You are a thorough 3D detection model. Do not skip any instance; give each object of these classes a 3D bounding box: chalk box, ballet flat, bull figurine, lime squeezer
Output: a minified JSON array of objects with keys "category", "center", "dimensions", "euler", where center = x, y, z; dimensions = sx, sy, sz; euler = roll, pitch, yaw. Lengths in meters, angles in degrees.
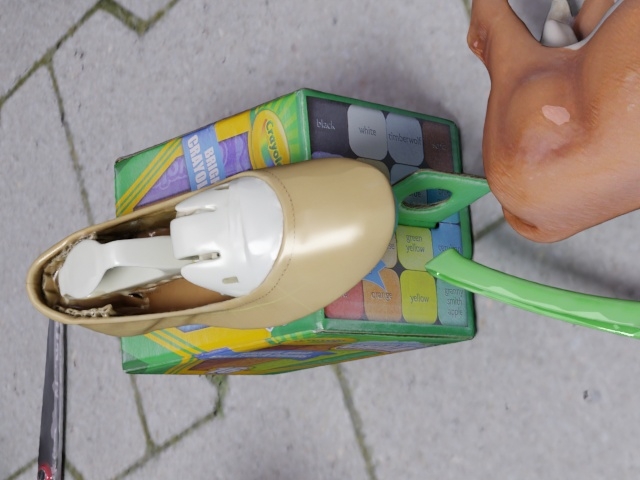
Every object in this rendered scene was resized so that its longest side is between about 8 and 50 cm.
[{"category":"chalk box","center":[0.000,0.000,0.815],"dimensions":[0.213,0.132,0.132],"euler":[-14,75,44]},{"category":"ballet flat","center":[-0.065,0.011,0.732],"dimensions":[0.232,0.073,0.080],"euler":[-19,72,42]},{"category":"bull figurine","center":[0.194,-0.102,0.661],"dimensions":[0.310,0.101,0.188],"euler":[-20,67,39]},{"category":"lime squeezer","center":[0.173,0.091,0.662],"dimensions":[0.110,0.059,0.310],"euler":[-28,60,-10]}]

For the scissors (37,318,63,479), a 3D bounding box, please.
[{"category":"scissors","center":[-0.193,0.193,1.064],"dimensions":[0.109,0.021,0.297],"euler":[18,97,47]}]
